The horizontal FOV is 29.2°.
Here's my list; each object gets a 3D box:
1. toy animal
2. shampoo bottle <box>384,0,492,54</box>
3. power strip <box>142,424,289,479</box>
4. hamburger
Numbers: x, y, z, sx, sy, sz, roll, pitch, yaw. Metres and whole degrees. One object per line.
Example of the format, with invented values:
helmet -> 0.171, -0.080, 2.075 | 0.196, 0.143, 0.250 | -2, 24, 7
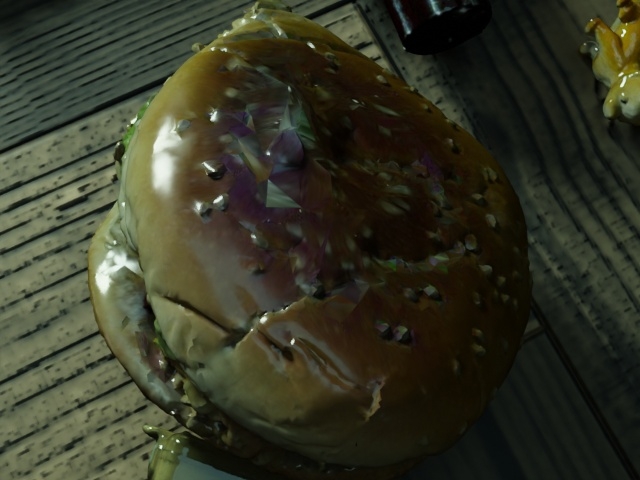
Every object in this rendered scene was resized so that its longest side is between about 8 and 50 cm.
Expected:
toy animal -> 0.209, -0.112, 0.797 | 0.081, 0.060, 0.083 | -28, 69, -13
shampoo bottle -> 0.036, -0.251, 0.796 | 0.104, 0.104, 0.278 | -17, 75, -11
power strip -> 0.041, 0.167, 0.681 | 0.305, 0.064, 0.044 | 18, 74, -1
hamburger -> 0.000, 0.000, 0.677 | 0.243, 0.146, 0.286 | 2, 54, -26
